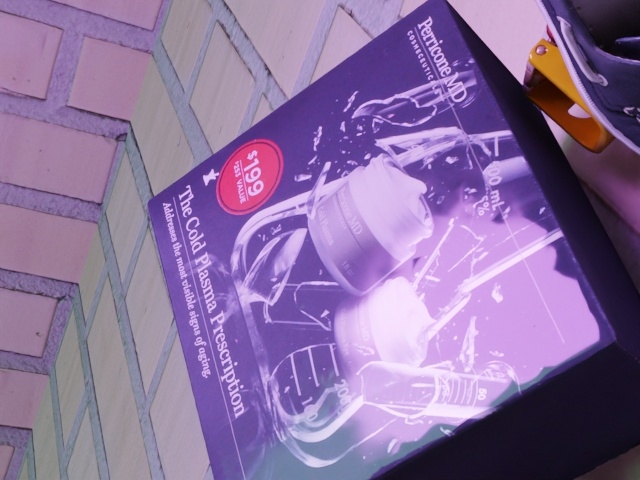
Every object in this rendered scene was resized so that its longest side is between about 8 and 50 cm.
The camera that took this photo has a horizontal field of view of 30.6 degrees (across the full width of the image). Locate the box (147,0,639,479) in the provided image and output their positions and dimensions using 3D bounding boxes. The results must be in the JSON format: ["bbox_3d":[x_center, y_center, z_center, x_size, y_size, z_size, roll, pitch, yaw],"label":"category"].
[{"bbox_3d":[0.062,0.044,0.919,0.312,0.179,0.343,-33,52,18],"label":"box"}]

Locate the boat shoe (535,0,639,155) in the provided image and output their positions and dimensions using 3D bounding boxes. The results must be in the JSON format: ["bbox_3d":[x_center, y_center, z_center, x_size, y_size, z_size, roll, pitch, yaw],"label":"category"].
[{"bbox_3d":[0.206,-0.144,0.764,0.114,0.302,0.091,-44,15,8],"label":"boat shoe"}]

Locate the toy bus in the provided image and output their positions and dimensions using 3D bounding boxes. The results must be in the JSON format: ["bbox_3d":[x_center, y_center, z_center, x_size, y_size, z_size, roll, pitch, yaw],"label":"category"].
[{"bbox_3d":[0.250,-0.161,0.901,0.104,0.191,0.202,45,133,12],"label":"toy bus"}]
